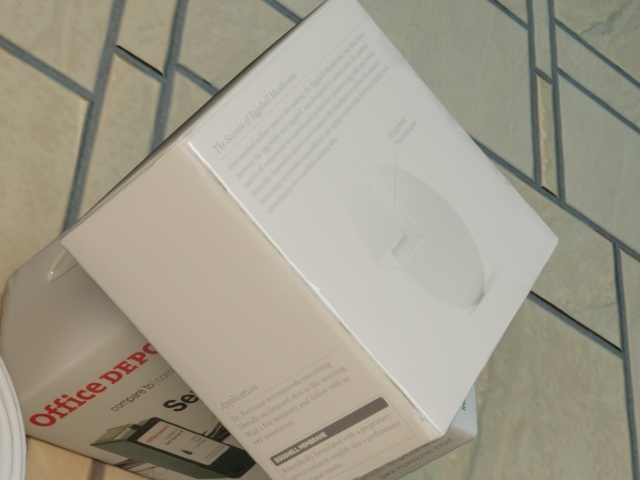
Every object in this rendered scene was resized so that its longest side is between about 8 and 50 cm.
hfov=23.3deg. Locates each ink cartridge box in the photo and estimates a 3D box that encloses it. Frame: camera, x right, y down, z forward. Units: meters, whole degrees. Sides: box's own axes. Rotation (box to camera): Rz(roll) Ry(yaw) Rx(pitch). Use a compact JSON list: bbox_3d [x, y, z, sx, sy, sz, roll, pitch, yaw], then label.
[{"bbox_3d":[-0.063,0.088,1.128,0.289,0.211,0.121,25,47,-32],"label":"ink cartridge box"}]

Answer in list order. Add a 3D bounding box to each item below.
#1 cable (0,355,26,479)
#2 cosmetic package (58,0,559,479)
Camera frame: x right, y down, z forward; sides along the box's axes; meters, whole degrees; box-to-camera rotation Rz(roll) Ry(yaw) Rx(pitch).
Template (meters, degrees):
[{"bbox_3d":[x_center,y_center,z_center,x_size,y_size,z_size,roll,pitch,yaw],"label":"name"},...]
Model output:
[{"bbox_3d":[-0.302,0.116,0.942,0.257,0.089,0.257,54,37,-1],"label":"cable"},{"bbox_3d":[0.000,0.000,0.974,0.224,0.138,0.224,50,40,-8],"label":"cosmetic package"}]
